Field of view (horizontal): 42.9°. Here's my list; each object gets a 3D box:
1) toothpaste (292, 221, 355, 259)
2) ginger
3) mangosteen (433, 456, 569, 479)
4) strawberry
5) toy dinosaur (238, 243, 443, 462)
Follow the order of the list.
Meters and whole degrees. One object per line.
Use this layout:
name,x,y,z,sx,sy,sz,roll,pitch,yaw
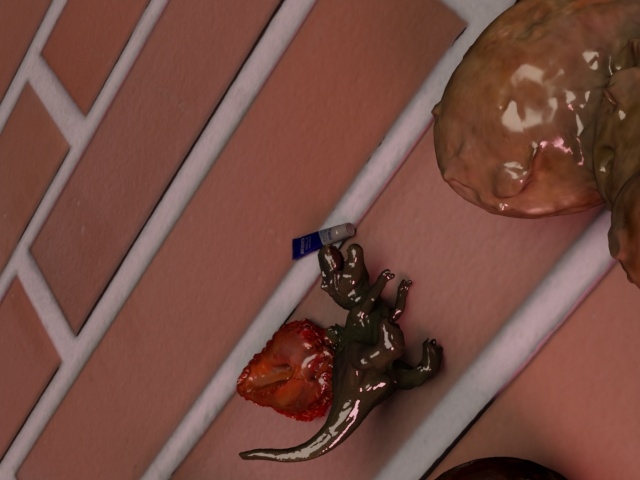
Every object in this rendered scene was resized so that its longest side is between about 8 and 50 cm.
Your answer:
toothpaste,0.000,0.000,0.828,0.083,0.015,0.024,-19,62,42
ginger,0.220,-0.077,0.528,0.244,0.155,0.304,-31,30,-5
mangosteen,0.123,0.235,0.590,0.184,0.172,0.173,15,92,60
strawberry,-0.031,0.130,0.809,0.152,0.048,0.104,-22,65,32
toy dinosaur,0.015,0.107,0.752,0.179,0.087,0.187,-31,45,30
